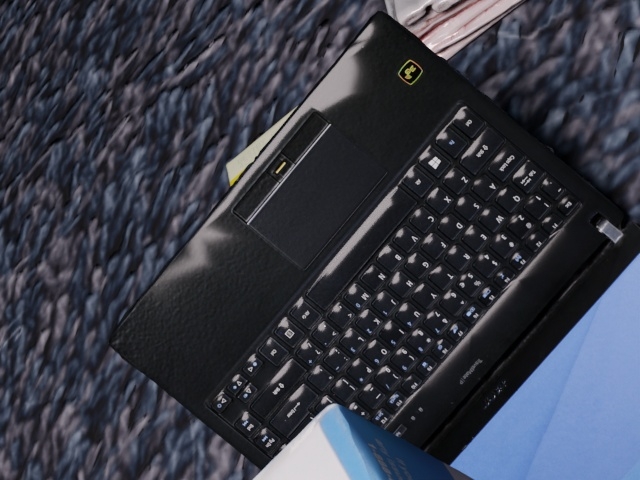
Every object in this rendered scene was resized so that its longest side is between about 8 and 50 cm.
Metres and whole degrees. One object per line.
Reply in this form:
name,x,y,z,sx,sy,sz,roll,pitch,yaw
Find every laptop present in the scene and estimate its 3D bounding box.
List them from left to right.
laptop,0.053,0.062,0.853,0.234,0.264,0.136,-49,3,11

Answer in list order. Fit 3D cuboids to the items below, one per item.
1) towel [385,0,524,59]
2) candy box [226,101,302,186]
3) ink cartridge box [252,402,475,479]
towel,0.141,-0.313,1.070,0.317,0.053,0.332,-35,45,26
candy box,0.000,0.000,1.038,0.105,0.027,0.206,-39,42,27
ink cartridge box,0.062,0.232,0.629,0.197,0.270,0.198,-47,40,12
